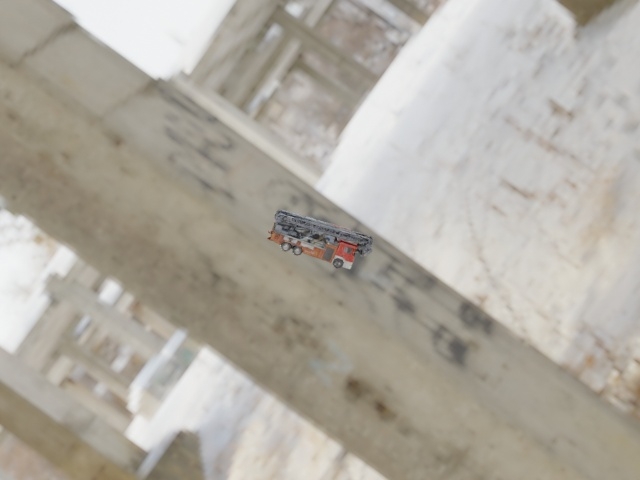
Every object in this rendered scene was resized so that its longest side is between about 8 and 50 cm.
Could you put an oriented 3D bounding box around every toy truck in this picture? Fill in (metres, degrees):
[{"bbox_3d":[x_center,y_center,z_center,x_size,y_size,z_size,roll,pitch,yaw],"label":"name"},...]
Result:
[{"bbox_3d":[0.000,0.000,1.180,0.024,0.083,0.032,-89,19,-71],"label":"toy truck"}]
